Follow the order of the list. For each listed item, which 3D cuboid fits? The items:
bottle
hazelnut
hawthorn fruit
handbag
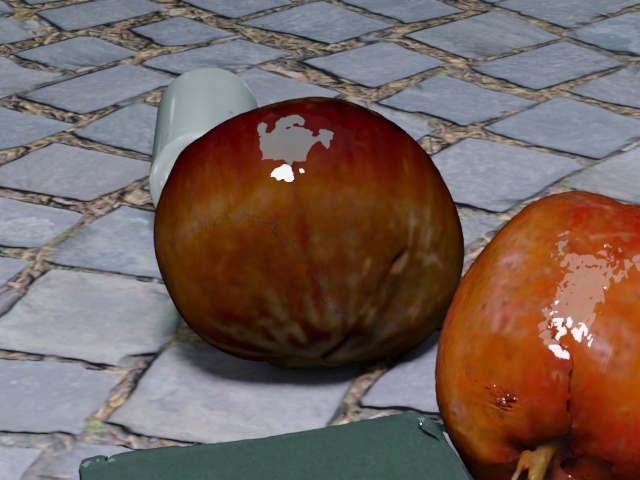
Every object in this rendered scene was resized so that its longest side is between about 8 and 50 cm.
[{"bbox_3d":[-0.104,-0.074,1.803,0.104,0.104,0.245,-3,24,0],"label":"bottle"},{"bbox_3d":[0.000,0.000,1.529,0.251,0.217,0.217,10,14,-34],"label":"hazelnut"},{"bbox_3d":[0.169,0.097,1.293,0.211,0.211,0.299,8,41,24],"label":"hawthorn fruit"},{"bbox_3d":[-0.022,0.207,1.206,0.260,0.079,0.247,-7,24,-7],"label":"handbag"}]
